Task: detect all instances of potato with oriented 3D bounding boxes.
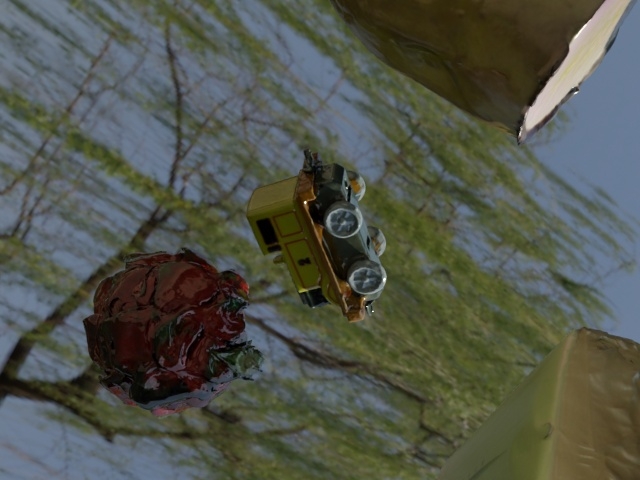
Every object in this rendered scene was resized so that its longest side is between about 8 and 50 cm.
[{"bbox_3d":[0.111,-0.222,0.770,0.266,0.229,0.229,36,-91,16],"label":"potato"}]

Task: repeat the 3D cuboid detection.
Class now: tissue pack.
[{"bbox_3d":[0.147,0.179,0.612,0.234,0.125,0.159,114,-6,-56],"label":"tissue pack"}]

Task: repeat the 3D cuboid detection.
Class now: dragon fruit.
[{"bbox_3d":[-0.157,0.094,1.049,0.188,0.182,0.182,-33,-145,65],"label":"dragon fruit"}]

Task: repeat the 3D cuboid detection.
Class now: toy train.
[{"bbox_3d":[0.000,0.000,1.117,0.127,0.219,0.089,-14,-150,15],"label":"toy train"}]
